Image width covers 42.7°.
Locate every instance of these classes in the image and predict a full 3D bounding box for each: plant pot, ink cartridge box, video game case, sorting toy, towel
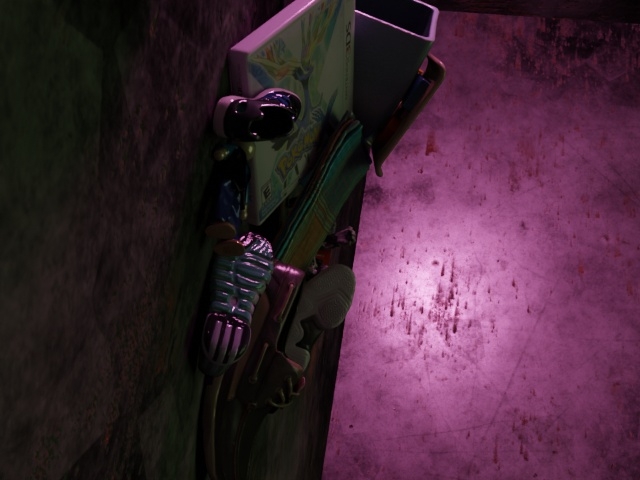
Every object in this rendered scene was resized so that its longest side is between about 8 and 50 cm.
[{"bbox_3d":[0.059,-0.337,1.545,0.248,0.247,0.252,-71,-178,-59],"label":"plant pot"},{"bbox_3d":[0.000,0.000,1.995,0.029,0.063,0.115,83,15,-63],"label":"ink cartridge box"},{"bbox_3d":[-0.032,-0.230,1.295,0.329,0.036,0.300,-50,150,-42],"label":"video game case"},{"bbox_3d":[0.153,-0.256,1.572,0.229,0.041,0.307,-58,-172,15],"label":"sorting toy"},{"bbox_3d":[-0.014,-0.028,1.470,0.370,0.040,0.271,-61,168,-6],"label":"towel"}]

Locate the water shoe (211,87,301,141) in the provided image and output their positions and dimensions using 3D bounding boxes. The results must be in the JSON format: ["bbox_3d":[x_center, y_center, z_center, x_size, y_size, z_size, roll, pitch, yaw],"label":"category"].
[{"bbox_3d":[-0.066,-0.160,1.114,0.203,0.080,0.073,-27,133,-58],"label":"water shoe"}]

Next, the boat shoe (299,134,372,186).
[{"bbox_3d":[0.023,-0.207,1.722,0.258,0.089,0.109,-40,149,-28],"label":"boat shoe"}]

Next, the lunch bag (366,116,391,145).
[{"bbox_3d":[0.111,-0.384,1.944,0.287,0.169,0.235,83,-7,-53],"label":"lunch bag"}]

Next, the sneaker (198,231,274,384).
[{"bbox_3d":[-0.129,0.089,1.140,0.098,0.083,0.223,122,-12,-47],"label":"sneaker"}]

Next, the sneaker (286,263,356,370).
[{"bbox_3d":[-0.024,0.144,1.619,0.268,0.101,0.153,-57,-171,13],"label":"sneaker"}]

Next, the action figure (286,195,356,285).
[{"bbox_3d":[-0.001,0.028,1.731,0.275,0.141,0.164,81,15,-52],"label":"action figure"}]

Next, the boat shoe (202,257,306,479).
[{"bbox_3d":[-0.090,0.195,1.208,0.132,0.130,0.355,44,52,-80],"label":"boat shoe"}]

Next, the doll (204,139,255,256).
[{"bbox_3d":[-0.118,-0.069,1.112,0.129,0.046,0.189,72,17,-50],"label":"doll"}]
